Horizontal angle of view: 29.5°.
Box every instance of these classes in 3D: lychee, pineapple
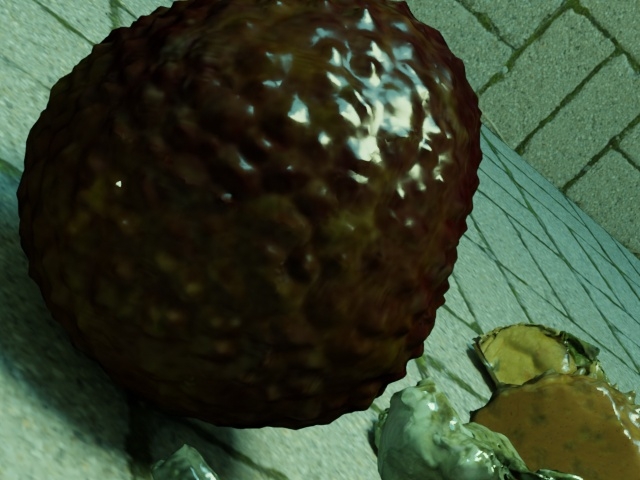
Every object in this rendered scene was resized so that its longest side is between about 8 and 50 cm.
[{"bbox_3d":[-0.035,-0.026,0.671,0.260,0.260,0.260,40,16,-14],"label":"lychee"},{"bbox_3d":[0.193,0.174,0.927,0.158,0.158,0.279,49,9,17],"label":"pineapple"}]

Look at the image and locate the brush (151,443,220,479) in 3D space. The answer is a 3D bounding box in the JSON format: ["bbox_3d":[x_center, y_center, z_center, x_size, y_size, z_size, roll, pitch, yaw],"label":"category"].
[{"bbox_3d":[0.029,0.225,0.560,0.323,0.051,0.070,50,23,8],"label":"brush"}]

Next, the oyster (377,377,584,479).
[{"bbox_3d":[0.121,0.208,0.614,0.112,0.198,0.268,-22,46,-32],"label":"oyster"}]

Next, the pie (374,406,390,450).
[{"bbox_3d":[0.069,0.156,0.879,0.084,0.020,0.084,39,19,-16],"label":"pie"}]

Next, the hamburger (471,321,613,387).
[{"bbox_3d":[0.233,0.139,1.188,0.087,0.102,0.176,47,10,-43],"label":"hamburger"}]
